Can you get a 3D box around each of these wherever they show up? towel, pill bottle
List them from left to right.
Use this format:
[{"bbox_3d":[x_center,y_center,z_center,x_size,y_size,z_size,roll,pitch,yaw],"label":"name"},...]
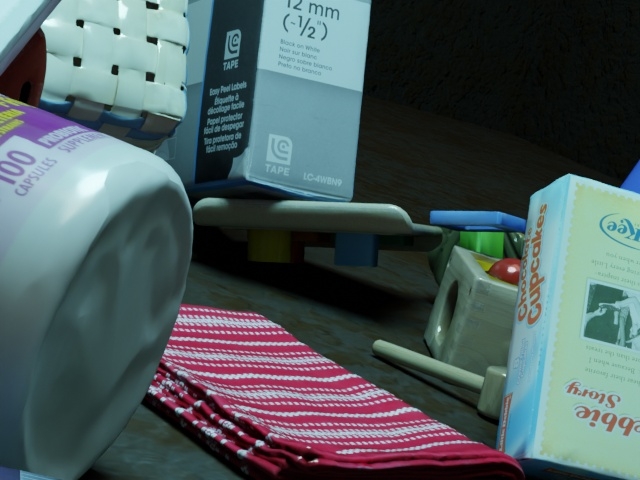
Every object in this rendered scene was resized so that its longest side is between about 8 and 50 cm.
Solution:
[{"bbox_3d":[-0.227,-0.009,0.766,0.302,0.169,0.169,21,10,15],"label":"pill bottle"},{"bbox_3d":[-0.029,0.088,0.991,0.199,0.031,0.275,10,12,-43],"label":"towel"}]

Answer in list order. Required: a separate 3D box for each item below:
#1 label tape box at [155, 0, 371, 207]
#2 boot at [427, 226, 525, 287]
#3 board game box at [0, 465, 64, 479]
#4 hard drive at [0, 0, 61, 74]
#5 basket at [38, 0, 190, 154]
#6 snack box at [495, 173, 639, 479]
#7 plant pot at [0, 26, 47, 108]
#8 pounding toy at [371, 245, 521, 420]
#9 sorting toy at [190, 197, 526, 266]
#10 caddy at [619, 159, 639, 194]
[{"bbox_3d":[-0.063,-0.201,1.417,0.115,0.347,0.249,8,-7,-31],"label":"label tape box"},{"bbox_3d":[0.245,0.052,1.536,0.236,0.089,0.269,36,17,21],"label":"boot"},{"bbox_3d":[-0.082,0.136,0.572,0.141,0.048,0.170,16,10,-15],"label":"board game box"},{"bbox_3d":[-0.249,-0.182,0.956,0.203,0.040,0.307,25,26,-6],"label":"hard drive"},{"bbox_3d":[-0.245,-0.136,1.349,0.255,0.201,0.289,11,-22,-35],"label":"basket"},{"bbox_3d":[0.278,0.090,1.057,0.322,0.187,0.060,16,-19,-15],"label":"snack box"},{"bbox_3d":[-0.347,-0.143,1.107,0.265,0.272,0.272,33,16,27],"label":"plant pot"},{"bbox_3d":[0.136,0.065,1.218,0.181,0.094,0.206,17,9,-7],"label":"pounding toy"},{"bbox_3d":[0.000,0.000,1.383,0.348,0.047,0.196,3,-5,13],"label":"sorting toy"},{"bbox_3d":[0.373,0.037,1.300,0.241,0.179,0.341,22,19,-51],"label":"caddy"}]
